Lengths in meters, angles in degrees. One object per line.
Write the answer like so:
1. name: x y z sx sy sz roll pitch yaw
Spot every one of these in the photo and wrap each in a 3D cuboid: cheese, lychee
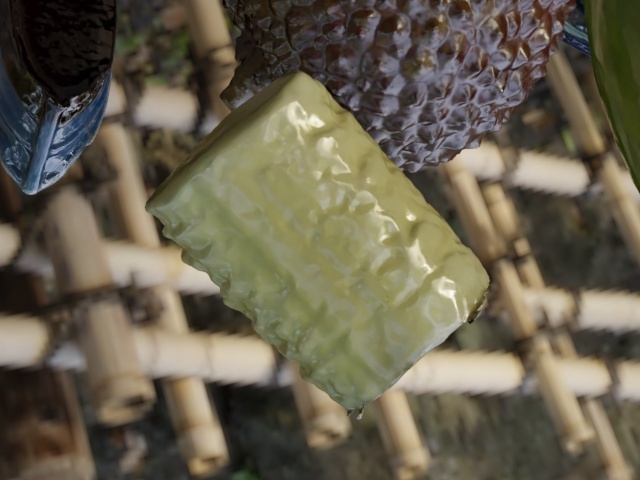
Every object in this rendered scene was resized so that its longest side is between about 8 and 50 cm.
1. cheese: 0.000 0.000 1.076 0.123 0.167 0.094 -41 -172 19
2. lychee: 0.052 -0.190 1.462 0.304 0.275 0.275 -34 150 -4

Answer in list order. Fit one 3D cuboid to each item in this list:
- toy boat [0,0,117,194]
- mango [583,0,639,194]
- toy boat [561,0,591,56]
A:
1. toy boat: -0.242 -0.166 1.668 0.129 0.309 0.142 12 140 -21
2. mango: 0.160 -0.082 0.537 0.185 0.149 0.273 15 116 5
3. toy boat: 0.243 -0.303 1.782 0.070 0.210 0.291 -26 128 -26
